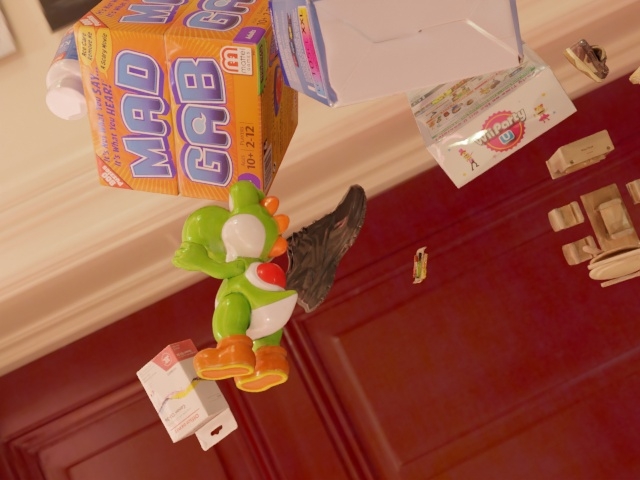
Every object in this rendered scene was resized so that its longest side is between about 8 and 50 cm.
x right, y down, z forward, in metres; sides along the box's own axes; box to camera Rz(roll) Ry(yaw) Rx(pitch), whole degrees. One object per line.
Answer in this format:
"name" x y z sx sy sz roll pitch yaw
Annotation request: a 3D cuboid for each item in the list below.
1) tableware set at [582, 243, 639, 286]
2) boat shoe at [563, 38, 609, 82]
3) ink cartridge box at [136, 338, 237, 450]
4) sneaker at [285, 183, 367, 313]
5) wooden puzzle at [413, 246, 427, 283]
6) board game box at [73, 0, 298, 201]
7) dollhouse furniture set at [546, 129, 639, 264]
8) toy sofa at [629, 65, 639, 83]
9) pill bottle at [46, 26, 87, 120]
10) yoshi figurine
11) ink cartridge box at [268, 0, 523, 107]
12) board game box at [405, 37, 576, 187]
"tableware set" 0.458 0.005 1.067 0.128 0.194 0.039 30 -136 -58
"boat shoe" 0.723 -0.479 2.082 0.224 0.073 0.080 5 -129 -48
"ink cartridge box" -0.258 0.308 1.524 0.198 0.115 0.067 57 -150 14
"sneaker" 0.000 0.000 1.605 0.130 0.286 0.109 29 166 -2
"wooden puzzle" 0.196 0.049 1.572 0.116 0.014 0.078 108 170 -78
"board game box" -0.254 -0.335 1.662 0.356 0.356 0.356 -72 -13 -52
"dollhouse furniture set" 0.575 -0.086 1.629 0.161 0.212 0.242 29 -139 -82
"toy sofa" 0.789 -0.249 1.497 0.362 0.150 0.177 42 -175 -7
"pill bottle" -0.540 -0.374 1.758 0.124 0.124 0.221 67 -163 -44
"yoshi figurine" -0.161 0.074 1.373 0.203 0.203 0.362 119 151 -60
"ink cartridge box" 0.080 -0.311 1.154 0.395 0.270 0.151 -130 27 -71
"board game box" 0.276 -0.245 1.348 0.097 0.224 0.303 49 -162 -23
